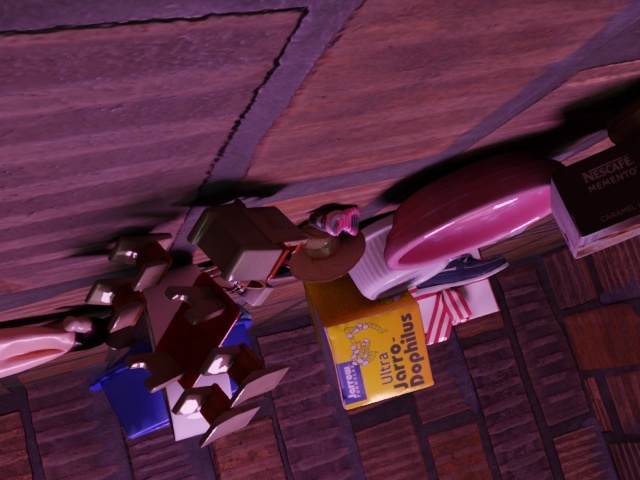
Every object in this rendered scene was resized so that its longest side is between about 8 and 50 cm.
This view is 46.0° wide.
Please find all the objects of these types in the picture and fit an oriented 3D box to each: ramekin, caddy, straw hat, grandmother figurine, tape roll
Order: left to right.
[{"bbox_3d":[-0.490,0.190,1.448,0.342,0.104,0.208,-5,175,-40],"label":"grandmother figurine"},{"bbox_3d":[-0.283,0.258,1.510,0.341,0.179,0.241,-21,171,-17],"label":"caddy"},{"bbox_3d":[-0.228,0.183,1.267,0.100,0.286,0.286,-13,171,-15],"label":"tape roll"},{"bbox_3d":[0.000,0.000,1.241,0.144,0.144,0.061,-19,130,17],"label":"straw hat"},{"bbox_3d":[0.147,0.030,1.447,0.207,0.109,0.207,-23,164,-7],"label":"ramekin"}]

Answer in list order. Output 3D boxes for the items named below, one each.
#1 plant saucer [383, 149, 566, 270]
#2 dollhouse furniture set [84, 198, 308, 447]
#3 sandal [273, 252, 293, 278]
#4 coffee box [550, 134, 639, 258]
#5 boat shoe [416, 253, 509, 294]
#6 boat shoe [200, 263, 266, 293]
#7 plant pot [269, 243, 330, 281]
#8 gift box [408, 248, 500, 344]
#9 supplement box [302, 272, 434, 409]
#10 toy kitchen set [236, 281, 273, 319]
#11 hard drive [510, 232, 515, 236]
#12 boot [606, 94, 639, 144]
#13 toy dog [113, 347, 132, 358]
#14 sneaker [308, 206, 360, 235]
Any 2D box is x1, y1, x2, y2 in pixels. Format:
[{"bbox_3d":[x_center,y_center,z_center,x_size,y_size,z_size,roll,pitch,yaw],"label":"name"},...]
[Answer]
[{"bbox_3d":[0.250,-0.052,1.222,0.332,0.084,0.332,-20,167,-5],"label":"plant saucer"},{"bbox_3d":[-0.137,0.080,0.968,0.135,0.262,0.259,-6,136,-57],"label":"dollhouse furniture set"},{"bbox_3d":[-0.064,0.039,1.404,0.179,0.067,0.040,2,123,-37],"label":"sandal"},{"bbox_3d":[0.411,-0.055,1.069,0.141,0.098,0.246,-24,166,12],"label":"coffee box"},{"bbox_3d":[0.335,0.070,1.837,0.254,0.079,0.095,-21,173,42],"label":"boat shoe"},{"bbox_3d":[-0.156,0.067,1.397,0.064,0.060,0.178,-21,170,30],"label":"boat shoe"},{"bbox_3d":[-0.003,0.038,1.587,0.236,0.032,0.236,-16,172,-2],"label":"plant pot"},{"bbox_3d":[0.329,0.129,2.038,0.276,0.255,0.258,-24,172,11],"label":"gift box"},{"bbox_3d":[0.091,0.178,1.646,0.195,0.194,0.356,-15,-161,-5],"label":"supplement box"},{"bbox_3d":[-0.237,0.136,1.675,0.207,0.166,0.122,-52,175,-2],"label":"toy kitchen set"},{"bbox_3d":[0.320,-0.006,1.800,0.339,0.064,0.237,-18,172,4],"label":"hard drive"},{"bbox_3d":[0.503,-0.192,0.917,0.236,0.089,0.269,-4,171,5],"label":"boot"},{"bbox_3d":[-0.365,0.253,1.785,0.334,0.220,0.161,3,140,-43],"label":"toy dog"},{"bbox_3d":[0.022,-0.032,1.196,0.057,0.047,0.119,4,-179,29],"label":"sneaker"}]
